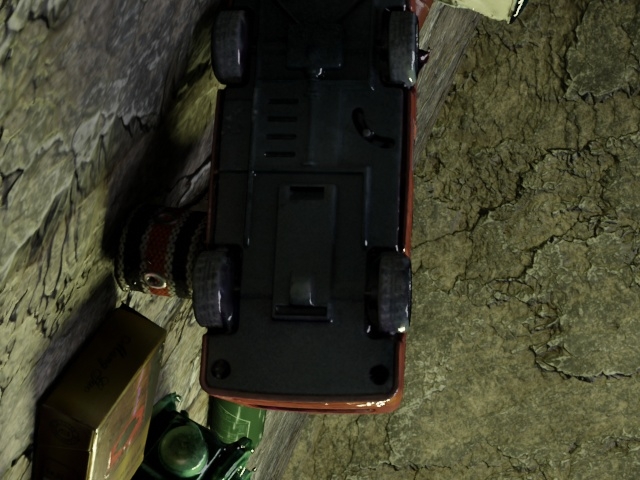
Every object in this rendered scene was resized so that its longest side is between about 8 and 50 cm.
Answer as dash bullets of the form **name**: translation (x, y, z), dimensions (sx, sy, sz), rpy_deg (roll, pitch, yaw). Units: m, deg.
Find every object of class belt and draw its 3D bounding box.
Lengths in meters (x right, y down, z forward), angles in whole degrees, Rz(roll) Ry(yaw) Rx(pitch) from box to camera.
- **belt**: translation (-0.130, 0.003, 1.298), dimensions (0.359, 0.094, 0.126), rpy_deg (-9, 117, -82)

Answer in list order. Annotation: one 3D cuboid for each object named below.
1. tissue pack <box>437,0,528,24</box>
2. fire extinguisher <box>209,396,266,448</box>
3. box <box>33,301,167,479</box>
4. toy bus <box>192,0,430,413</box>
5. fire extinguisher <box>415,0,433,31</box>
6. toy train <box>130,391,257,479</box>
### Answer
- **tissue pack**: translation (0.259, -0.545, 1.657), dimensions (0.264, 0.253, 0.417), rpy_deg (93, 22, -63)
- **fire extinguisher**: translation (-0.141, 0.286, 2.026), dimensions (0.095, 0.114, 0.311), rpy_deg (-20, 149, -19)
- **box**: translation (-0.237, 0.205, 1.270), dimensions (0.159, 0.071, 0.240), rpy_deg (-54, 167, -46)
- **toy bus**: translation (0.001, -0.043, 1.187), dimensions (0.233, 0.203, 0.427), rpy_deg (66, 26, -74)
- **fire extinguisher**: translation (0.087, -0.313, 1.792), dimensions (0.337, 0.106, 0.147), rpy_deg (-65, -162, -6)
- **toy train**: translation (-0.205, 0.339, 1.575), dimensions (0.238, 0.167, 0.299), rpy_deg (-52, 166, -20)
